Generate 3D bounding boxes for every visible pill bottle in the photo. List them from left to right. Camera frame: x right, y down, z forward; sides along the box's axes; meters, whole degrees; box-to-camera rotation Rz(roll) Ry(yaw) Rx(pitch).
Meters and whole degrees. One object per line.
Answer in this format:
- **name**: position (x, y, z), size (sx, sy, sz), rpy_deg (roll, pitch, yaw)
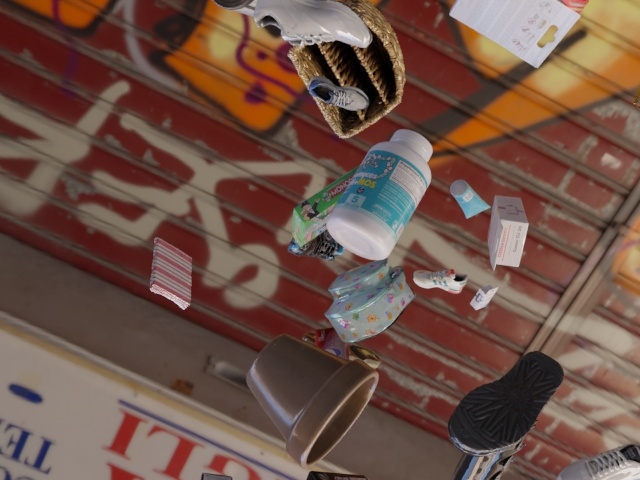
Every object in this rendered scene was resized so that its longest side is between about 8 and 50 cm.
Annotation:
- **pill bottle**: position (0.133, -0.101, 1.511), size (0.146, 0.264, 0.146), rpy_deg (27, 160, 11)

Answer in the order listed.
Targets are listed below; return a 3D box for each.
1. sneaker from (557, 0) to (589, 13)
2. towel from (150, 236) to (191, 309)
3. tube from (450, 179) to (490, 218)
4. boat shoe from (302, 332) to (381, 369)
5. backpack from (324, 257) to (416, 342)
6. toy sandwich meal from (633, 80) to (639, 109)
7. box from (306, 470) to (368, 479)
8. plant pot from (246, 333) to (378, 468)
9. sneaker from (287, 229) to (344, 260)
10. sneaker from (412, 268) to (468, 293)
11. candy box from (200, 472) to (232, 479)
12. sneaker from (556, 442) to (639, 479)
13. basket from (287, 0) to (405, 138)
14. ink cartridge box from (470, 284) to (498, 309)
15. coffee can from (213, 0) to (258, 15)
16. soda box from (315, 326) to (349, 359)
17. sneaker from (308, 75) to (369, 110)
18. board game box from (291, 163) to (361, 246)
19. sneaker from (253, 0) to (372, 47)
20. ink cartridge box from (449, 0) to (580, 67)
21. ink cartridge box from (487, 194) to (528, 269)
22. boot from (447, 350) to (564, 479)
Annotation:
- **sneaker**: position (0.675, -0.746, 2.105), size (0.279, 0.118, 0.107), rpy_deg (28, -153, -38)
- **towel**: position (-0.441, 0.095, 2.154), size (0.144, 0.029, 0.197), rpy_deg (38, -148, -39)
- **tube**: position (0.443, -0.118, 2.179), size (0.207, 0.080, 0.052), rpy_deg (36, -144, -56)
- **boat shoe**: position (0.054, 0.366, 2.207), size (0.307, 0.104, 0.111), rpy_deg (25, -169, -35)
- **backpack**: position (0.099, 0.133, 1.597), size (0.144, 0.166, 0.188), rpy_deg (58, -142, -17)
- **toy sandwich meal**: position (0.610, -0.273, 1.344), size (0.029, 0.085, 0.085), rpy_deg (34, -166, -26)
- **box**: position (0.038, 0.704, 1.952), size (0.180, 0.147, 0.077), rpy_deg (13, -169, -27)
- **plant pot**: position (-0.036, 0.334, 1.637), size (0.229, 0.263, 0.263), rpy_deg (35, -161, 21)
- **sneaker**: position (0.000, 0.000, 2.362), size (0.140, 0.125, 0.341), rpy_deg (36, -164, 9)
- **sneaker**: position (0.343, 0.102, 2.081), size (0.161, 0.075, 0.057), rpy_deg (14, -132, -14)
- **candy box**: position (-0.230, 0.618, 1.484), size (0.071, 0.159, 0.233), rpy_deg (10, -145, -8)
- **sneaker**: position (0.607, 0.468, 1.525), size (0.094, 0.235, 0.090), rpy_deg (68, -174, -47)
- **basket**: position (0.092, -0.456, 1.916), size (0.299, 0.214, 0.223), rpy_deg (57, -147, -29)
- **ink cartridge box**: position (0.469, 0.157, 2.094), size (0.048, 0.083, 0.028), rpy_deg (-14, -128, -38)
- **coffee can**: position (-0.153, -0.712, 2.021), size (0.201, 0.201, 0.275), rpy_deg (37, -158, 27)
- **soda box**: position (0.030, 0.315, 1.894), size (0.084, 0.092, 0.263), rpy_deg (-8, -164, 3)
- **sneaker**: position (0.035, -0.302, 1.546), size (0.135, 0.052, 0.058), rpy_deg (18, -150, 2)
- **board game box**: position (0.031, -0.084, 1.756), size (0.046, 0.213, 0.317), rpy_deg (56, 172, 6)
- **sneaker**: position (-0.021, -0.509, 1.726), size (0.297, 0.129, 0.111), rpy_deg (24, 172, 11)
- **ink cartridge box**: position (0.410, -0.494, 1.551), size (0.232, 0.066, 0.189), rpy_deg (28, 155, -1)
- **ink cartridge box**: position (0.434, -0.016, 1.703), size (0.067, 0.115, 0.198), rpy_deg (8, -154, 6)
- **boot**: position (0.389, 0.506, 1.780), size (0.367, 0.445, 0.146), rpy_deg (-23, -124, -34)
